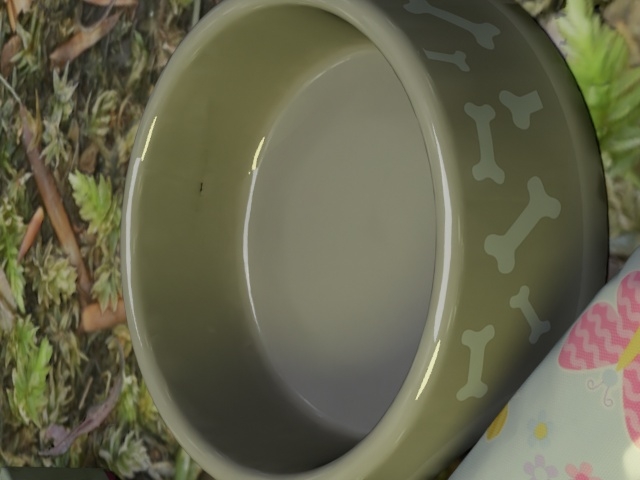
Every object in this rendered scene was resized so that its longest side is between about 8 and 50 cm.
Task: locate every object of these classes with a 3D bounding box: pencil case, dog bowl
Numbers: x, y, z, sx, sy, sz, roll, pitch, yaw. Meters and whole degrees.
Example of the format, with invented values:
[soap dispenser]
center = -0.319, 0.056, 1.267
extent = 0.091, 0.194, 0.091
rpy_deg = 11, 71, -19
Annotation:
[pencil case]
center = 0.137, 0.116, 0.554
extent = 0.124, 0.113, 0.273
rpy_deg = 44, 121, 17
[dog bowl]
center = 0.000, 0.000, 0.718
extent = 0.348, 0.102, 0.349
rpy_deg = -3, 86, 48

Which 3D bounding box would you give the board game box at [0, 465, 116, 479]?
[board game box]
center = -0.200, 0.358, 0.898
extent = 0.224, 0.097, 0.304
rpy_deg = 34, 113, 59
